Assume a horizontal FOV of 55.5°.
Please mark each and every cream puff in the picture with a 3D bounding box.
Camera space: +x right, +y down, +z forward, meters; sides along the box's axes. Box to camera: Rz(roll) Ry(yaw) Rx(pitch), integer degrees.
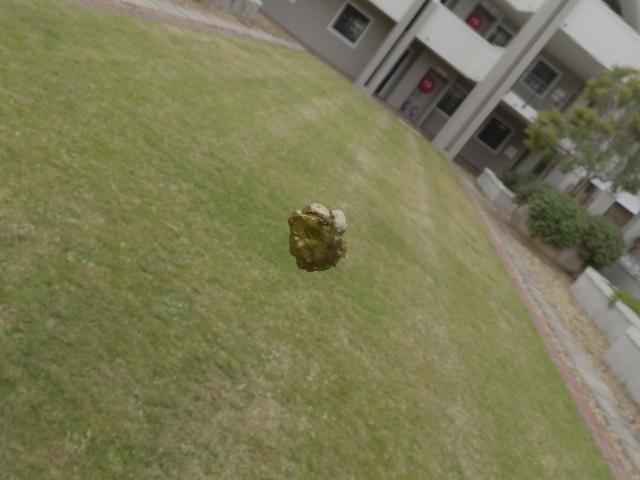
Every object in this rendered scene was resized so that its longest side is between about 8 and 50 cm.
[{"bbox_3d":[0.000,0.000,0.700,0.083,0.083,0.058,22,12,-43],"label":"cream puff"}]
